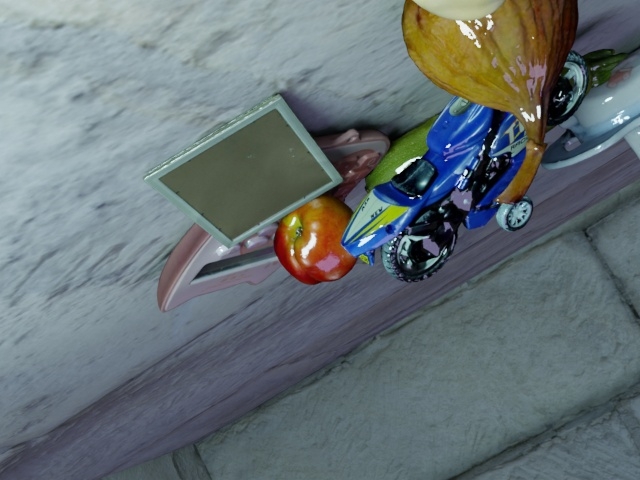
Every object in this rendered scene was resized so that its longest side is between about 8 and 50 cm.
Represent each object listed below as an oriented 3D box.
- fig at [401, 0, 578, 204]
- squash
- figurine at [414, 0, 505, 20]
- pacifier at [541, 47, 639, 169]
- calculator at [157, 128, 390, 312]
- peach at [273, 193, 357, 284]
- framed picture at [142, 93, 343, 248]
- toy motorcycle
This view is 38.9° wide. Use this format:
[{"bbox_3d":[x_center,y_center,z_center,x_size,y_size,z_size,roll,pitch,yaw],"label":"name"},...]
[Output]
[{"bbox_3d":[0.146,-0.136,0.691,0.134,0.201,0.146,-18,160,-5],"label":"fig"},{"bbox_3d":[0.201,-0.139,1.047,0.341,0.094,0.094,-28,168,7],"label":"squash"},{"bbox_3d":[0.109,-0.223,0.531,0.196,0.108,0.114,-48,176,4],"label":"figurine"},{"bbox_3d":[0.454,-0.146,1.265,0.287,0.226,0.238,-30,-174,12],"label":"pacifier"},{"bbox_3d":[-0.054,-0.030,1.028,0.220,0.048,0.329,-14,158,-45],"label":"calculator"},{"bbox_3d":[0.002,0.000,0.970,0.100,0.101,0.101,-27,167,-7],"label":"peach"},{"bbox_3d":[-0.066,-0.060,0.856,0.142,0.011,0.183,-30,153,7],"label":"framed picture"},{"bbox_3d":[0.150,-0.091,0.929,0.315,0.113,0.169,-49,133,1],"label":"toy motorcycle"}]
